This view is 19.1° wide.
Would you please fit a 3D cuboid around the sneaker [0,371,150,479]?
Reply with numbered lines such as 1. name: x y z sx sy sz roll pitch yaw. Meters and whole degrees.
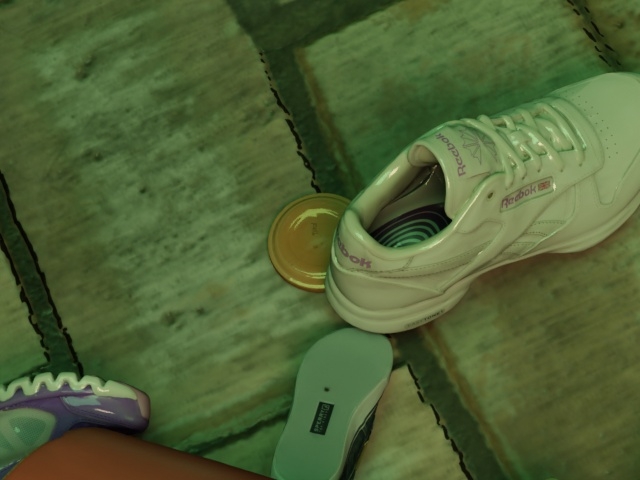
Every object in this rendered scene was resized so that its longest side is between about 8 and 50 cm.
1. sneaker: -0.237 0.161 1.395 0.236 0.095 0.104 -11 71 6

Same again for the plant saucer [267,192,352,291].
1. plant saucer: 0.000 0.000 1.482 0.083 0.013 0.083 -2 64 5

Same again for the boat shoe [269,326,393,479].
1. boat shoe: 0.004 0.145 1.391 0.065 0.083 0.183 15 40 12

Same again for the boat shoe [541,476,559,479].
1. boat shoe: 0.169 0.306 1.265 0.103 0.113 0.302 -15 65 -8

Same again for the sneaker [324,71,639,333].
1. sneaker: 0.140 -0.042 1.411 0.305 0.152 0.114 -32 65 -13

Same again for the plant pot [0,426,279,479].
1. plant pot: -0.096 0.256 1.247 0.243 0.275 0.275 24 69 27
